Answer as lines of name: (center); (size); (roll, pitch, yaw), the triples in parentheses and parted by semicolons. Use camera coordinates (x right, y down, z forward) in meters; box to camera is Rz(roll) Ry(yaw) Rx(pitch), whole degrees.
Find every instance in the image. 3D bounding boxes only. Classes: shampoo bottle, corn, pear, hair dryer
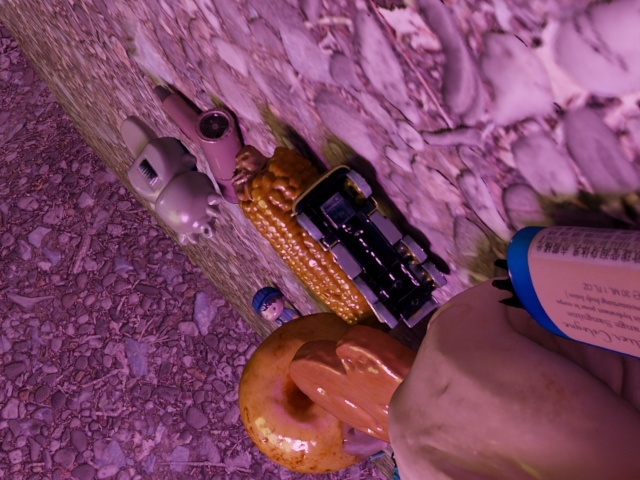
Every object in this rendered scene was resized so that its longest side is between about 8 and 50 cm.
shampoo bottle: (0.165, 0.030, 0.362); (0.087, 0.050, 0.183); (50, 167, -16)
corn: (0.000, 0.000, 0.714); (0.261, 0.097, 0.097); (49, 167, -14)
pear: (-0.004, 0.246, 1.058); (0.271, 0.271, 0.271); (46, 166, 15)
hair dryer: (-0.179, -0.174, 0.921); (0.220, 0.054, 0.195); (52, 169, 16)

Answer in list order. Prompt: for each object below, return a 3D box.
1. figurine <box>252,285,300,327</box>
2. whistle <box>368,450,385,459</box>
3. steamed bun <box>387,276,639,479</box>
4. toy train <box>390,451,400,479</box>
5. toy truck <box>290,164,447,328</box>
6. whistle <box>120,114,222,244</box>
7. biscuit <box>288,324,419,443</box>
figurine: (-0.093, 0.170, 1.535); (0.149, 0.086, 0.087); (39, -152, -5)
whistle: (0.095, 0.369, 1.432); (0.274, 0.093, 0.186); (11, 114, 64)
steamed bun: (0.171, 0.197, 0.467); (0.276, 0.203, 0.289); (18, 145, 58)
toy train: (0.233, 0.504, 1.340); (0.198, 0.107, 0.154); (46, 158, 12)
toy truck: (0.044, 0.005, 0.634); (0.169, 0.077, 0.100); (49, 180, -11)
whistle: (-0.223, -0.093, 0.959); (0.244, 0.110, 0.092); (50, -156, 22)
biscuit: (0.096, 0.196, 0.772); (0.355, 0.052, 0.275); (-8, 133, 50)
